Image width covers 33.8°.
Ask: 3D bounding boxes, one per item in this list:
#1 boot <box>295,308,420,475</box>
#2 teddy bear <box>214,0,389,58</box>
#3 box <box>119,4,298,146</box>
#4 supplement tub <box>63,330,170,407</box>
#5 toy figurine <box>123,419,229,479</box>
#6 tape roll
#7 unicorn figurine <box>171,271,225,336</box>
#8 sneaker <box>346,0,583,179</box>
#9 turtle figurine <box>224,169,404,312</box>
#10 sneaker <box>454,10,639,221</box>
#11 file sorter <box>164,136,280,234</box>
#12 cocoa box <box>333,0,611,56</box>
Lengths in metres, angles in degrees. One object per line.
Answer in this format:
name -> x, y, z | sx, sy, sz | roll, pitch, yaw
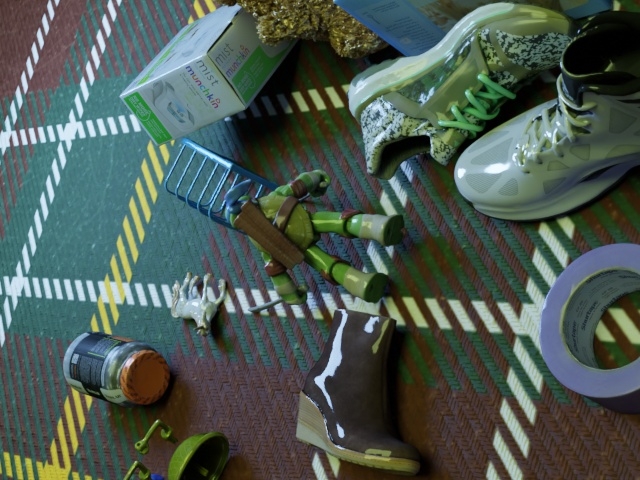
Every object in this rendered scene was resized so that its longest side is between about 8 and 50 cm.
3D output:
boot -> 0.066, 0.205, 1.464 | 0.248, 0.090, 0.207 | 9, 78, 50
teddy bear -> -0.021, -0.393, 1.788 | 0.245, 0.338, 0.113 | -71, -7, -58
box -> -0.195, -0.320, 1.900 | 0.231, 0.127, 0.262 | -17, 29, 36
supplement tub -> -0.356, 0.227, 1.849 | 0.190, 0.117, 0.117 | 6, 73, 47
toy figurine -> -0.320, 0.424, 1.665 | 0.217, 0.191, 0.362 | 18, 81, 53
tape roll -> 0.359, 0.104, 1.240 | 0.189, 0.080, 0.189 | -21, 56, 35
unicorn figurine -> -0.209, 0.112, 1.819 | 0.162, 0.060, 0.111 | -10, 61, 59
sneaker -> 0.208, -0.194, 1.511 | 0.410, 0.158, 0.182 | -23, 58, 44
turtle figurine -> 0.000, 0.000, 1.635 | 0.266, 0.275, 0.198 | 18, 59, 28
sneaker -> 0.311, -0.170, 1.301 | 0.447, 0.257, 0.169 | -17, 58, 38
file sorter -> -0.176, -0.093, 1.846 | 0.170, 0.118, 0.104 | 30, 95, 48
cocoa box -> 0.226, -0.437, 1.547 | 0.347, 0.231, 0.228 | -11, 63, 41
